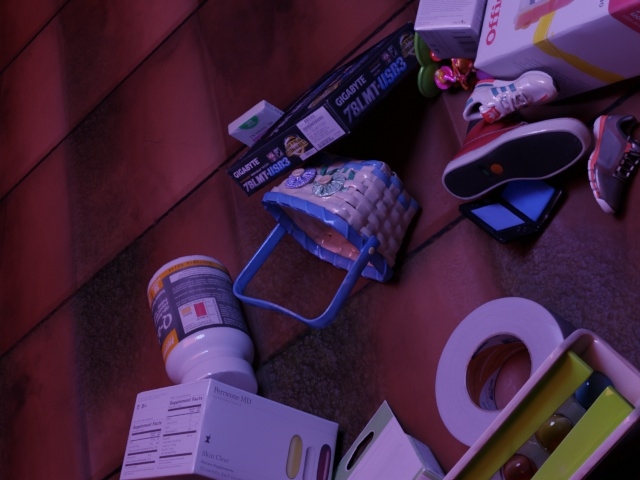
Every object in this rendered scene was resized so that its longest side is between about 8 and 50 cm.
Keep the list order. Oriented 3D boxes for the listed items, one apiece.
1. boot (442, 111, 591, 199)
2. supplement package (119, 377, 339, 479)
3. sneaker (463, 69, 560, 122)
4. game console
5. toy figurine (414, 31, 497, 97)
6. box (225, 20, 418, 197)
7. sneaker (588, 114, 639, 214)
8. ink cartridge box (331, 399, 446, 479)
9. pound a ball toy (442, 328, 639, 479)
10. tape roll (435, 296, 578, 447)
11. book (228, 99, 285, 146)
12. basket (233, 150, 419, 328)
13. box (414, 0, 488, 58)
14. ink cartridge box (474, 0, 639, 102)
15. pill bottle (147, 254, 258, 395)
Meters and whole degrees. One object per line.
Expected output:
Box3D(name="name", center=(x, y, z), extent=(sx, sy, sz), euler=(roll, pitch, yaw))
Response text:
Box3D(name="boot", center=(0.306, -0.167, 1.708), extent=(0.244, 0.088, 0.176), euler=(-17, 33, 42))
Box3D(name="supplement package", center=(-0.139, 0.330, 1.776), extent=(0.204, 0.262, 0.145), euler=(-18, 56, 47))
Box3D(name="sneaker", center=(0.277, -0.202, 1.670), extent=(0.161, 0.057, 0.075), euler=(2, 48, 50))
Box3D(name="game console", center=(0.282, -0.061, 1.705), extent=(0.122, 0.107, 0.071), euler=(44, 142, 50))
Box3D(name="toy figurine", center=(0.249, -0.300, 1.863), extent=(0.159, 0.130, 0.173), euler=(26, 111, 41))
Box3D(name="box", center=(0.013, -0.225, 1.947), extent=(0.293, 0.073, 0.295), euler=(-25, 17, 48))
Box3D(name="sneaker", center=(0.419, -0.113, 1.601), extent=(0.065, 0.061, 0.158), euler=(-11, 62, 36))
Box3D(name="ink cartridge box", center=(0.094, 0.361, 1.687), extent=(0.171, 0.056, 0.235), euler=(-55, 16, 8))
Box3D(name="pound a ball toy", center=(0.297, 0.293, 1.407), extent=(0.208, 0.136, 0.319), euler=(43, 120, 18))
Box3D(name="tape roll", center=(0.266, 0.192, 1.580), extent=(0.219, 0.072, 0.219), euler=(-26, 51, 36))
Box3D(name="book", center=(-0.087, -0.202, 2.126), extent=(0.096, 0.144, 0.035), euler=(-32, 48, 32))
Box3D(name="basket", center=(0.000, 0.000, 1.872), extent=(0.255, 0.201, 0.289), euler=(14, 70, 49))
Box3D(name="box", center=(0.214, -0.343, 1.765), extent=(0.102, 0.101, 0.087), euler=(5, 74, 30))
Box3D(name="ink cartridge box", center=(0.410, -0.379, 1.602), extent=(0.384, 0.160, 0.279), euler=(-13, 60, 60))
Box3D(name="pill bottle", center=(-0.209, 0.172, 2.033), extent=(0.162, 0.162, 0.278), euler=(-44, 42, 21))
